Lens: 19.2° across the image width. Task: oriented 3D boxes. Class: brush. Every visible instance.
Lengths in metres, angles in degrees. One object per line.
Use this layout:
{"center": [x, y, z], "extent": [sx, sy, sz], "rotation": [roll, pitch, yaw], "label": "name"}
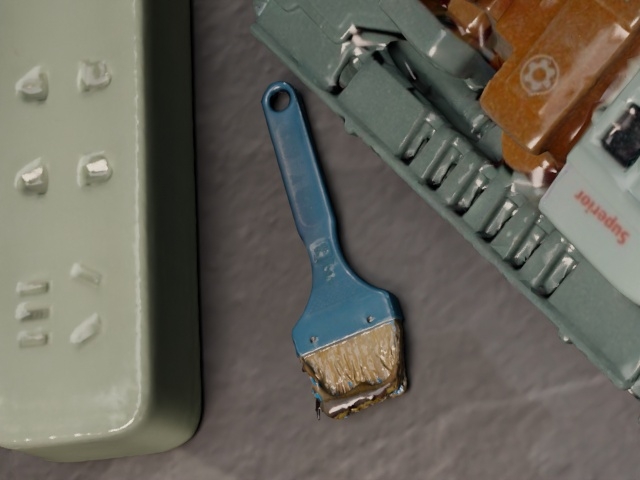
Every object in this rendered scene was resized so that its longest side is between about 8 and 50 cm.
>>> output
{"center": [0.000, 0.000, 0.857], "extent": [0.051, 0.014, 0.164], "rotation": [-23, 67, 17], "label": "brush"}

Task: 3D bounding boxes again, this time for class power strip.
{"center": [-0.112, -0.090, 0.904], "extent": [0.091, 0.062, 0.385], "rotation": [-8, 74, 20], "label": "power strip"}

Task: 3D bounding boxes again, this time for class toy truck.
{"center": [0.115, -0.066, 0.759], "extent": [0.184, 0.133, 0.338], "rotation": [-51, 60, 17], "label": "toy truck"}
